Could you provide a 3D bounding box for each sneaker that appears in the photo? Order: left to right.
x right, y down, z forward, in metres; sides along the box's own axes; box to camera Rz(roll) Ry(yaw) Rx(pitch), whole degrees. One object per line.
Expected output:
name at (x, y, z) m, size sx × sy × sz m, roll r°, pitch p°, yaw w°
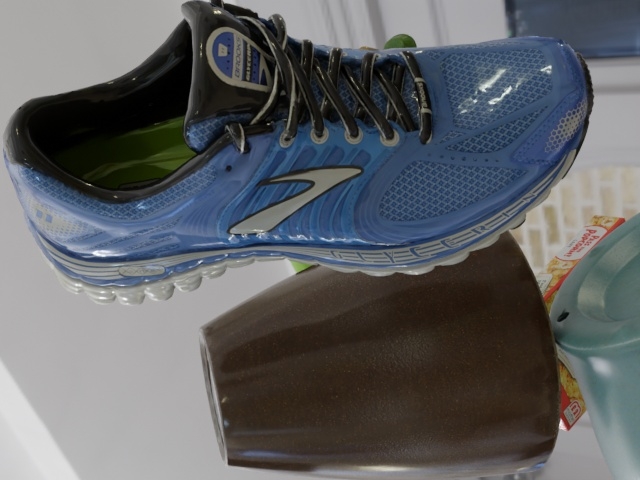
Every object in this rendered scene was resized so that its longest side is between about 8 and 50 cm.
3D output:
sneaker at (-0.013, -0.055, 0.465) m, size 0.147 × 0.330 × 0.129 m, roll 76°, pitch -179°, yaw -60°

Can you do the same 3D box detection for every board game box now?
board game box at (0.287, 0.088, 0.941) m, size 0.193 × 0.045 × 0.146 m, roll -42°, pitch -65°, yaw -21°

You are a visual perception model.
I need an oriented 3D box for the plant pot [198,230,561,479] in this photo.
plant pot at (0.029, 0.099, 0.664) m, size 0.215 × 0.231 × 0.215 m, roll 169°, pitch 90°, yaw -77°

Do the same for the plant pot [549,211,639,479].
plant pot at (0.310, 0.103, 0.611) m, size 0.255 × 0.272 × 0.271 m, roll 49°, pitch -139°, yaw -10°

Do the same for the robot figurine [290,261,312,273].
robot figurine at (0.000, 0.000, 0.775) m, size 0.101 × 0.067 × 0.115 m, roll -14°, pitch -105°, yaw -61°

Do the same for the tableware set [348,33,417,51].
tableware set at (0.051, -0.114, 0.804) m, size 0.024 × 0.104 × 0.154 m, roll 10°, pitch -102°, yaw -53°
